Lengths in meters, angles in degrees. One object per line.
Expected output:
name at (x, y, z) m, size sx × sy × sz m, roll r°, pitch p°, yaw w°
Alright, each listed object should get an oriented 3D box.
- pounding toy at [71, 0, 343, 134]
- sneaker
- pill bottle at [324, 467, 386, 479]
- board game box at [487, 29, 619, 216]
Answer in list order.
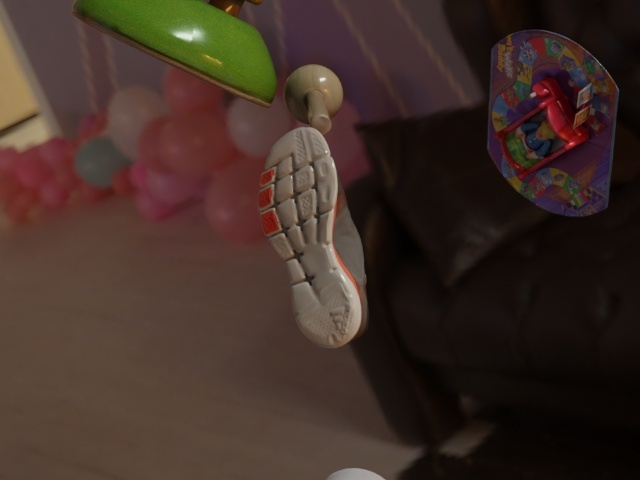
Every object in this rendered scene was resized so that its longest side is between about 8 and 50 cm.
pounding toy at (-0.078, -0.185, 1.280) m, size 0.183 × 0.236 × 0.110 m, roll -92°, pitch 27°, yaw -84°
sneaker at (0.000, 0.000, 1.085) m, size 0.061 × 0.158 × 0.065 m, roll -13°, pitch -10°, yaw 22°
pill bottle at (0.013, 0.276, 1.301) m, size 0.103 × 0.103 × 0.184 m, roll -14°, pitch 24°, yaw 23°
board game box at (0.184, -0.093, 1.306) m, size 0.133 × 0.169 × 0.033 m, roll 28°, pitch 42°, yaw 37°
